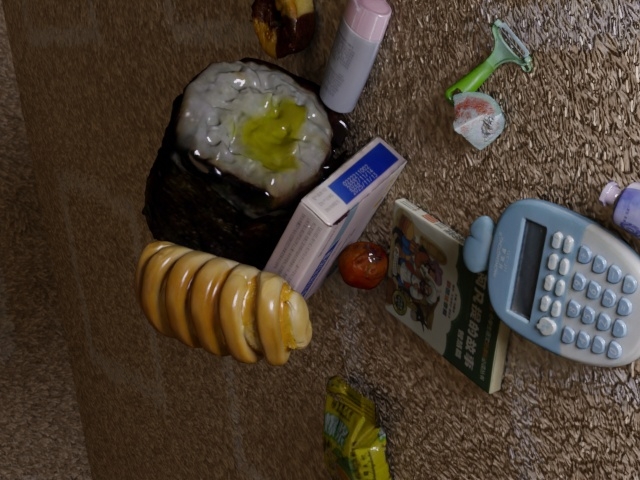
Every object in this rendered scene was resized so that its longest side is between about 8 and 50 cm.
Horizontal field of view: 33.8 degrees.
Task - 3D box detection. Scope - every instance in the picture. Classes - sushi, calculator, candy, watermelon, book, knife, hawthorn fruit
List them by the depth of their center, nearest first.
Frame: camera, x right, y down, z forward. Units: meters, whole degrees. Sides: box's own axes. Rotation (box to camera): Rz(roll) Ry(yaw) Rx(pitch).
[{"bbox_3d":[0.297,0.049,1.333,0.302,0.042,0.188,32,125,46],"label":"calculator"},{"bbox_3d":[0.216,-0.222,1.385,0.078,0.022,0.166,56,149,6],"label":"knife"},{"bbox_3d":[0.205,-0.158,1.392,0.085,0.061,0.085,48,157,29],"label":"watermelon"},{"bbox_3d":[0.187,0.078,1.571,0.264,0.027,0.202,39,134,46],"label":"book"},{"bbox_3d":[0.073,0.034,1.688,0.081,0.081,0.093,64,156,19],"label":"hawthorn fruit"},{"bbox_3d":[-0.122,-0.120,1.728,0.281,0.299,0.294,42,144,12],"label":"sushi"},{"bbox_3d":[0.068,0.395,1.871,0.187,0.081,0.297,21,121,57],"label":"candy"}]

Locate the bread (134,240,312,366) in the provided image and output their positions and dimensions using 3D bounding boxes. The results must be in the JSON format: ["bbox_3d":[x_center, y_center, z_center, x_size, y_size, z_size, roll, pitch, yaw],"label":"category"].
[{"bbox_3d":[-0.161,0.106,1.660,0.311,0.121,0.173,14,133,30],"label":"bread"}]

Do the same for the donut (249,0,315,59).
[{"bbox_3d":[-0.060,-0.372,1.751,0.140,0.059,0.140,32,129,50],"label":"donut"}]

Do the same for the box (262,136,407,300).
[{"bbox_3d":[0.000,0.000,1.675,0.065,0.200,0.343,42,143,9],"label":"box"}]

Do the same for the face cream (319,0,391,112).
[{"bbox_3d":[0.051,-0.288,1.605,0.084,0.057,0.198,56,144,28],"label":"face cream"}]

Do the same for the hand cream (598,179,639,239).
[{"bbox_3d":[0.378,-0.023,1.182,0.142,0.053,0.084,36,133,34],"label":"hand cream"}]
